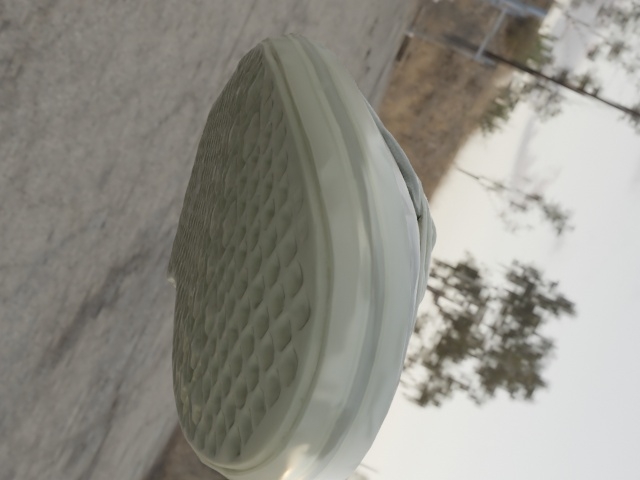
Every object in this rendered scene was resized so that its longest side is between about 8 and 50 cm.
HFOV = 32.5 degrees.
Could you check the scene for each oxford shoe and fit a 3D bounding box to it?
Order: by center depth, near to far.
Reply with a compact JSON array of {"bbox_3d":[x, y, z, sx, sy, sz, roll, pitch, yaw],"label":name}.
[{"bbox_3d":[0.000,0.000,0.527,0.449,0.130,0.169,-140,-114,-80],"label":"oxford shoe"}]
